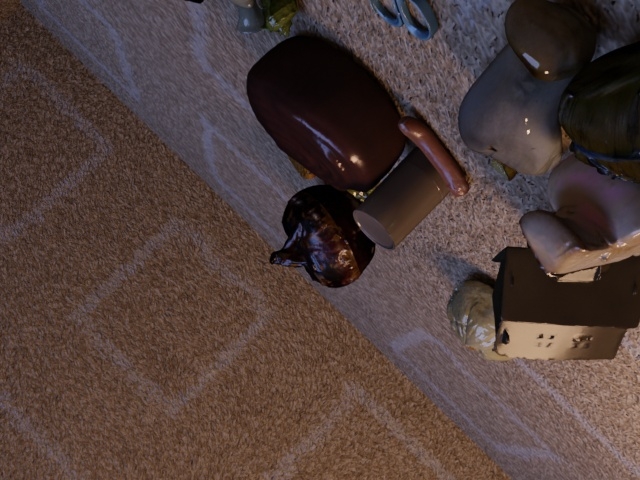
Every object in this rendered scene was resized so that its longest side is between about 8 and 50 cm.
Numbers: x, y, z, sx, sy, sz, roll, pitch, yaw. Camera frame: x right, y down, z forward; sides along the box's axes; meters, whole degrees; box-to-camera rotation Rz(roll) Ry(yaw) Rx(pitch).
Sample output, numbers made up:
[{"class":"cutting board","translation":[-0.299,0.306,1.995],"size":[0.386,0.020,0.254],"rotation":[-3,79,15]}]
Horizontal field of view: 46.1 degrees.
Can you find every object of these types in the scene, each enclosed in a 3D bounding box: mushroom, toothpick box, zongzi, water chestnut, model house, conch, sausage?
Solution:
[{"class":"mushroom","translation":[0.369,-0.067,0.901],"size":[0.173,0.236,0.162],"rotation":[121,134,-59]},{"class":"toothpick box","translation":[0.161,-0.080,1.437],"size":[0.111,0.181,0.111],"rotation":[41,164,14]},{"class":"mushroom","translation":[0.272,-0.191,0.973],"size":[0.159,0.122,0.329],"rotation":[7,162,2]},{"class":"zongzi","translation":[0.337,-0.176,0.669],"size":[0.323,0.160,0.360],"rotation":[28,159,48]},{"class":"water chestnut","translation":[0.000,0.000,1.957],"size":[0.300,0.300,0.300],"rotation":[42,166,13]},{"class":"model house","translation":[0.379,0.035,1.166],"size":[0.211,0.204,0.243],"rotation":[2,132,2]},{"class":"conch","translation":[-0.086,-0.422,1.369],"size":[0.089,0.074,0.121],"rotation":[-24,90,40]},{"class":"sausage","translation":[0.208,-0.156,1.364],"size":[0.186,0.043,0.043],"rotation":[48,166,-17]}]

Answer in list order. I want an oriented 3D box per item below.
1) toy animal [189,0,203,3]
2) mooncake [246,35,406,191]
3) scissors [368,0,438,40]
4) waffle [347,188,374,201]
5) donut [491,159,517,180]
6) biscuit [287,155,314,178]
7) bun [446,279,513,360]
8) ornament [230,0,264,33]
[{"class":"toy animal","translation":[-0.201,-0.543,1.132],"size":[0.344,0.194,0.302],"rotation":[50,171,-33]},{"class":"mooncake","translation":[-0.002,-0.238,1.477],"size":[0.326,0.174,0.334],"rotation":[45,166,-10]},{"class":"scissors","translation":[0.092,-0.387,1.046],"size":[0.125,0.030,0.256],"rotation":[36,167,36]},{"class":"waffle","translation":[0.044,-0.179,1.748],"size":[0.208,0.054,0.214],"rotation":[43,167,15]},{"class":"donut","translation":[0.280,-0.138,1.170],"size":[0.083,0.067,0.038],"rotation":[14,-153,-36]},{"class":"biscuit","translation":[-0.070,-0.258,1.766],"size":[0.254,0.035,0.254],"rotation":[62,172,15]},{"class":"bun","translation":[0.376,0.194,1.712],"size":[0.220,0.134,0.220],"rotation":[39,168,10]},{"class":"ornament","translation":[-0.148,-0.469,1.419],"size":[0.081,0.074,0.156],"rotation":[58,175,35]}]
